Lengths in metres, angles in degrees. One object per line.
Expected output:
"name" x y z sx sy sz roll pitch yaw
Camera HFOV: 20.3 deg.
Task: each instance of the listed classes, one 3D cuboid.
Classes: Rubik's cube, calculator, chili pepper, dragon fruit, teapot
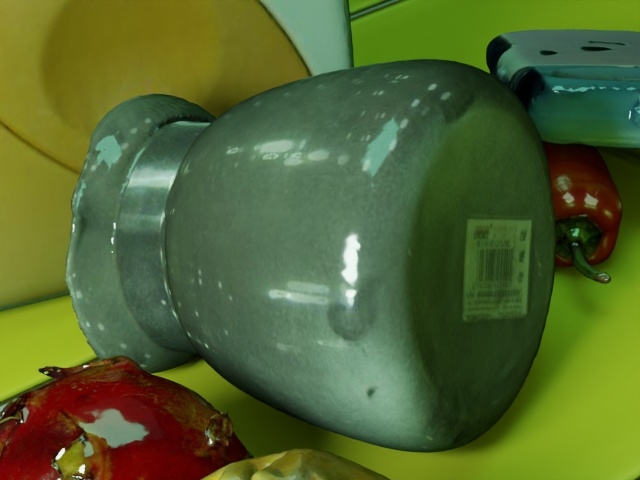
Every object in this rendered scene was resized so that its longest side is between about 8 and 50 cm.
"Rubik's cube" -0.200 -0.185 1.281 0.352 0.347 0.351 -18 31 -19
"calculator" 0.214 -0.114 1.313 0.173 0.051 0.293 2 15 -3
"chili pepper" 0.168 -0.039 1.251 0.071 0.063 0.272 4 26 -7
"dragon fruit" -0.074 0.137 0.946 0.246 0.125 0.125 14 17 2
"teapot" -0.007 -0.018 1.096 0.285 0.223 0.305 4 33 32

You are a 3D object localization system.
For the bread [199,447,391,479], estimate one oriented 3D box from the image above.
"bread" -0.018 0.183 0.792 0.262 0.162 0.204 13 21 6
